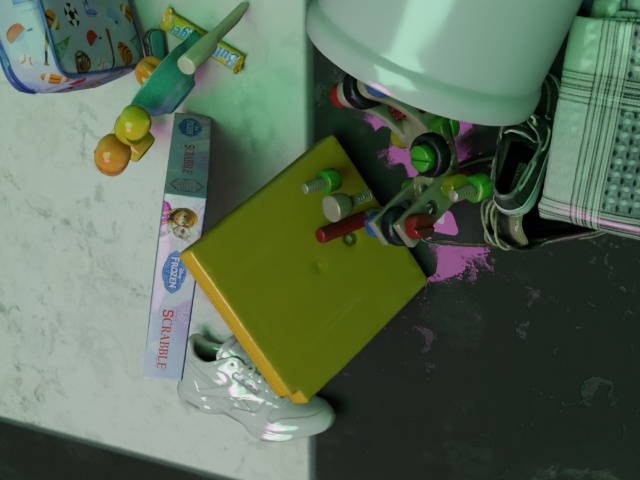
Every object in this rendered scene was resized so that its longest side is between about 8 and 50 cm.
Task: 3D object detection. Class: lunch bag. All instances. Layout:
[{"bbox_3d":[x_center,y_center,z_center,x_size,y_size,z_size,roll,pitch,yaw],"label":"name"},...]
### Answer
[{"bbox_3d":[-0.393,-0.353,1.670,0.115,0.303,0.243,-16,97,20],"label":"lunch bag"}]

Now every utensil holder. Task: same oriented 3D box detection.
[{"bbox_3d":[0.193,-0.389,1.357,0.328,0.327,0.385,28,118,13],"label":"utensil holder"}]

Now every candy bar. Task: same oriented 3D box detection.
[{"bbox_3d":[-0.187,-0.318,1.748,0.161,0.018,0.040,33,121,11],"label":"candy bar"}]

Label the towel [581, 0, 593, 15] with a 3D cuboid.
[{"bbox_3d":[0.389,-0.318,1.461,0.119,0.029,0.067,47,123,1],"label":"towel"}]

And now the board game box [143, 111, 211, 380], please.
[{"bbox_3d":[-0.225,0.002,1.732,0.066,0.318,0.318,7,118,-8],"label":"board game box"}]

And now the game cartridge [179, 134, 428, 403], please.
[{"bbox_3d":[-0.015,0.042,1.627,0.053,0.324,0.285,-16,111,55],"label":"game cartridge"}]

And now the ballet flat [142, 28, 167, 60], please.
[{"bbox_3d":[-0.268,-0.291,1.792,0.041,0.041,0.114,3,112,25],"label":"ballet flat"}]

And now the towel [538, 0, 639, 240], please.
[{"bbox_3d":[0.439,-0.155,1.361,0.312,0.056,0.324,16,98,37],"label":"towel"}]

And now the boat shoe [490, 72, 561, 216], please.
[{"bbox_3d":[0.283,-0.143,1.492,0.078,0.070,0.219,7,69,26],"label":"boat shoe"}]

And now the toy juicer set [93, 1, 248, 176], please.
[{"bbox_3d":[-0.254,-0.235,1.667,0.089,0.209,0.329,40,115,-5],"label":"toy juicer set"}]

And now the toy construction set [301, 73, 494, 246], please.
[{"bbox_3d":[0.138,-0.119,1.560,0.257,0.237,0.309,60,143,12],"label":"toy construction set"}]

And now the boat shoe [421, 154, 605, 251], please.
[{"bbox_3d":[0.284,-0.053,1.563,0.356,0.130,0.132,-12,105,29],"label":"boat shoe"}]

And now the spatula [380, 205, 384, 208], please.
[{"bbox_3d":[0.000,0.000,1.794,0.168,0.019,0.242,38,118,8],"label":"spatula"}]

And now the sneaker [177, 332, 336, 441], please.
[{"bbox_3d":[-0.117,0.252,1.895,0.305,0.114,0.152,15,118,20],"label":"sneaker"}]
